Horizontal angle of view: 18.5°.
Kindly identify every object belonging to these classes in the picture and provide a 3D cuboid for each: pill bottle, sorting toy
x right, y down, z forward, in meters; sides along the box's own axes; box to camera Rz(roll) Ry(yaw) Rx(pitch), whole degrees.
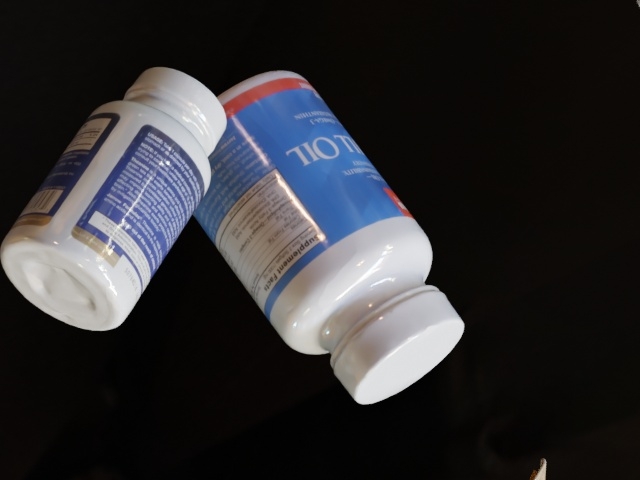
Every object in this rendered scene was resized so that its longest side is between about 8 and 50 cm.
[{"bbox_3d":[-0.093,-0.022,0.919,0.067,0.120,0.067,22,148,14],"label":"pill bottle"},{"bbox_3d":[0.173,0.227,1.648,0.012,0.062,0.083,19,143,19],"label":"sorting toy"},{"bbox_3d":[0.000,0.000,1.360,0.124,0.124,0.221,-45,69,21],"label":"pill bottle"}]

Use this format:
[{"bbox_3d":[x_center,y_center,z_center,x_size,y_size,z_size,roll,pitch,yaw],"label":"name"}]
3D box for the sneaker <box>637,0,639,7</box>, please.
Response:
[{"bbox_3d":[0.243,-0.181,1.203,0.095,0.236,0.104,-42,46,-1],"label":"sneaker"}]
